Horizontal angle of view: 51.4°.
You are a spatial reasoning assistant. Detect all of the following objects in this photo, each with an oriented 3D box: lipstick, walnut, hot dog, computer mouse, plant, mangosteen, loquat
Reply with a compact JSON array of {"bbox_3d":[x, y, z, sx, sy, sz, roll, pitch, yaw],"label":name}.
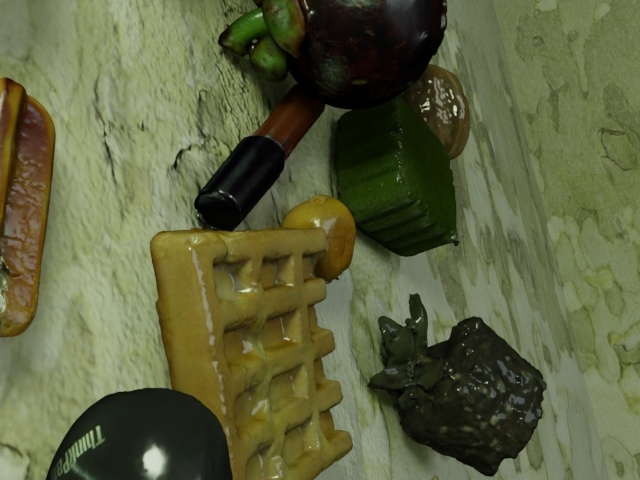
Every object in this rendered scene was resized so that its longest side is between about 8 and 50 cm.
[{"bbox_3d":[-0.071,-0.145,0.994,0.077,0.077,0.418,60,30,-22],"label":"lipstick"},{"bbox_3d":[0.237,-0.278,1.479,0.198,0.198,0.245,-5,83,-60],"label":"walnut"},{"bbox_3d":[-0.287,-0.024,0.573,0.104,0.076,0.250,54,33,-67],"label":"hot dog"},{"bbox_3d":[-0.153,0.261,0.545,0.100,0.170,0.269,9,68,-68],"label":"computer mouse"},{"bbox_3d":[0.218,0.245,1.171,0.312,0.213,0.215,30,38,-1],"label":"plant"},{"bbox_3d":[0.039,-0.341,1.010,0.311,0.311,0.311,35,46,-48],"label":"mangosteen"},{"bbox_3d":[0.000,0.000,1.009,0.137,0.112,0.137,-5,90,-71],"label":"loquat"}]

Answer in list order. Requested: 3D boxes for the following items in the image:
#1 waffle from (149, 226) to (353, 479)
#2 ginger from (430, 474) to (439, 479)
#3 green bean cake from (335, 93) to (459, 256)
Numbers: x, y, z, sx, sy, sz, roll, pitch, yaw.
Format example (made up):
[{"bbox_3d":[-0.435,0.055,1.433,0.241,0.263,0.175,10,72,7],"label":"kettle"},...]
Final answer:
[{"bbox_3d":[-0.072,0.151,0.808,0.304,0.077,0.349,-7,89,-63],"label":"waffle"},{"bbox_3d":[0.207,0.519,1.065,0.152,0.138,0.267,27,57,-46],"label":"ginger"},{"bbox_3d":[0.146,-0.116,1.269,0.250,0.156,0.247,36,45,-47],"label":"green bean cake"}]
